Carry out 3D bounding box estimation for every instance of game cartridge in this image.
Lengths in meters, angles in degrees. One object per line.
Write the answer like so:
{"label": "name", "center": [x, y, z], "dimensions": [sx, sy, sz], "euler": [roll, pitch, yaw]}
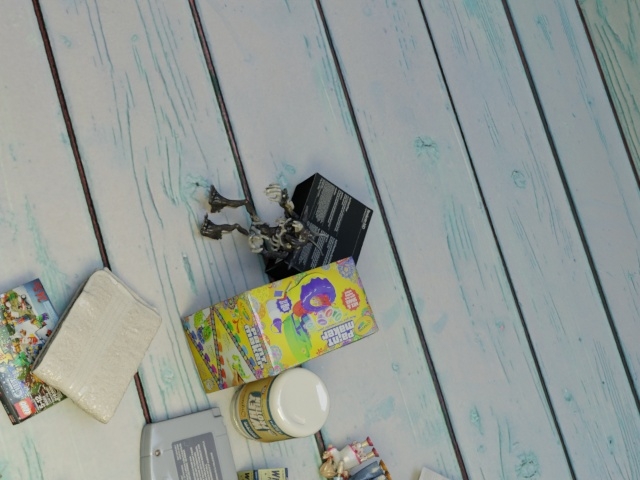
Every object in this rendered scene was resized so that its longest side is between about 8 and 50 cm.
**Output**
{"label": "game cartridge", "center": [-0.260, 0.501, 1.814], "dimensions": [0.196, 0.060, 0.294], "euler": [-6, 78, -42]}

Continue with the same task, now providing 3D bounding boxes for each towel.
{"label": "towel", "center": [-0.426, 0.197, 1.751], "dimensions": [0.187, 0.049, 0.282], "euler": [44, 42, -24]}

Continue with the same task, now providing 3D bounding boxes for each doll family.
{"label": "doll family", "center": [0.091, 0.573, 1.990], "dimensions": [0.163, 0.118, 0.262], "euler": [-29, 93, -6]}

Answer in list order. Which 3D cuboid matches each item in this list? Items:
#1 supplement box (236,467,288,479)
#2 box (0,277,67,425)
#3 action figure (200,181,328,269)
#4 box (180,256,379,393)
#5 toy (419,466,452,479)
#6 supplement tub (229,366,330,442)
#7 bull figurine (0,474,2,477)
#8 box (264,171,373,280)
{"label": "supplement box", "center": [-0.123, 0.512, 1.891], "dimensions": [0.083, 0.083, 0.056], "euler": [6, 71, -36]}
{"label": "box", "center": [-0.556, 0.208, 1.694], "dimensions": [0.159, 0.044, 0.233], "euler": [-28, 93, -40]}
{"label": "action figure", "center": [-0.122, -0.034, 1.976], "dimensions": [0.276, 0.141, 0.164], "euler": [12, 71, 6]}
{"label": "box", "center": [-0.088, 0.181, 1.904], "dimensions": [0.290, 0.279, 0.177], "euler": [-17, 86, -40]}
{"label": "toy", "center": [0.317, 0.662, 2.190], "dimensions": [0.237, 0.056, 0.136], "euler": [30, 62, -20]}
{"label": "supplement tub", "center": [-0.090, 0.352, 1.895], "dimensions": [0.144, 0.200, 0.144], "euler": [13, 67, -33]}
{"label": "bull figurine", "center": [-0.533, 0.516, 1.574], "dimensions": [0.310, 0.101, 0.188], "euler": [31, 55, -28]}
{"label": "box", "center": [0.000, 0.000, 2.146], "dimensions": [0.184, 0.103, 0.261], "euler": [32, 58, -20]}
